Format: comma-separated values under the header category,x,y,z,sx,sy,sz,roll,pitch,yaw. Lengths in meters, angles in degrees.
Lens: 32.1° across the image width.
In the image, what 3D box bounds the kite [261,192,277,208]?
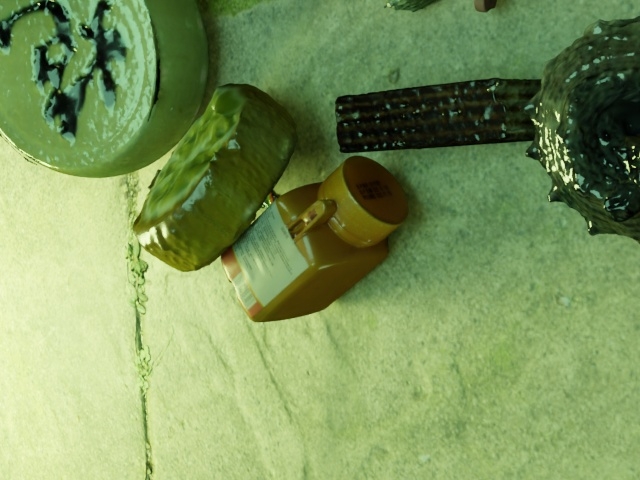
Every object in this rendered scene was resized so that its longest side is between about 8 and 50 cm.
category,x,y,z,sx,sy,sz,roll,pitch,yaw
kite,-0.095,-0.076,1.538,0.122,0.004,0.090,54,126,23

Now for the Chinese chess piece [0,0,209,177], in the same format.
category,x,y,z,sx,sy,sz,roll,pitch,yaw
Chinese chess piece,-0.329,-0.261,1.576,0.350,0.146,0.349,6,104,24

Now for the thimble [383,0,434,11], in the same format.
category,x,y,z,sx,sy,sz,roll,pitch,yaw
thimble,0.106,-0.321,1.292,0.084,0.062,0.109,28,112,39

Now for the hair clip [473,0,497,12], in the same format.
category,x,y,z,sx,sy,sz,roll,pitch,yaw
hair clip,0.181,-0.333,1.198,0.102,0.123,0.138,-30,79,10

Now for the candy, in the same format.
category,x,y,z,sx,sy,sz,roll,pitch,yaw
candy,-0.137,-0.080,1.423,0.118,0.260,0.260,35,128,-17

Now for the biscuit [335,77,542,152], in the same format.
category,x,y,z,sx,sy,sz,roll,pitch,yaw
biscuit,0.139,-0.139,1.255,0.252,0.106,0.070,0,96,42

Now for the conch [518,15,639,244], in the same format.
category,x,y,z,sx,sy,sz,roll,pitch,yaw
conch,0.331,-0.112,1.063,0.313,0.186,0.240,16,100,59

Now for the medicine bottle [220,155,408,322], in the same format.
category,x,y,z,sx,sy,sz,roll,pitch,yaw
medicine bottle,0.000,-0.001,1.366,0.222,0.149,0.112,-42,68,36
